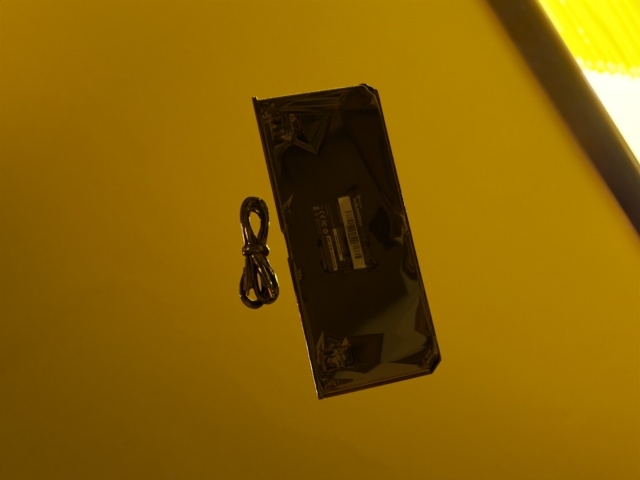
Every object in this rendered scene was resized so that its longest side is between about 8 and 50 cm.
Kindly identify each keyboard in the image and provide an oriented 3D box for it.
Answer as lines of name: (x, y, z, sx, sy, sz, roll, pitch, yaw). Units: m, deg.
keyboard: (0.000, 0.000, 0.585, 0.108, 0.180, 0.023, -10, 171, -17)
